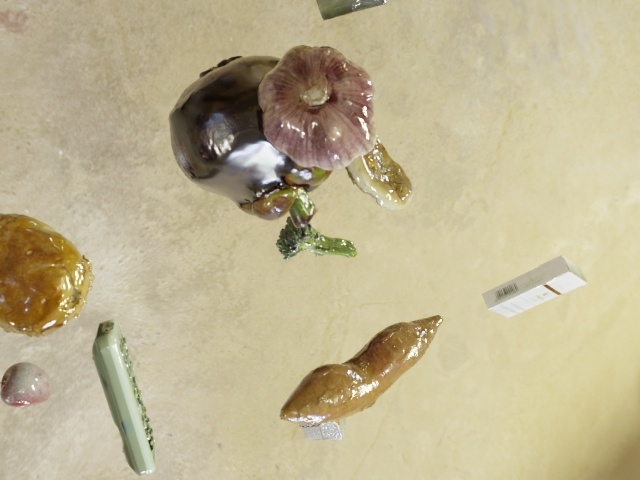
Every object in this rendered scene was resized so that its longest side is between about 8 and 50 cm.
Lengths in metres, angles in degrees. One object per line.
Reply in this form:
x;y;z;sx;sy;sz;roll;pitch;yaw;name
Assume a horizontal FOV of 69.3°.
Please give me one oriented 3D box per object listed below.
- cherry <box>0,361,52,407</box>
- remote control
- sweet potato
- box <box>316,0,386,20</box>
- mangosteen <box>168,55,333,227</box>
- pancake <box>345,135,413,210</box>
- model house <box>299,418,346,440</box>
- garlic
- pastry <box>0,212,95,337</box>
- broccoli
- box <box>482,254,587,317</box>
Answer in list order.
-0.817;0.424;1.280;0.115;0.188;0.148;-26;126;-16;cherry
-0.424;0.341;1.002;0.065;0.128;0.335;-15;106;-19;remote control
0.051;0.130;0.466;0.218;0.051;0.065;-21;126;-35;sweet potato
0.042;-0.619;0.966;0.231;0.155;0.149;63;27;-50;box
-0.099;-0.160;0.771;0.287;0.287;0.233;23;38;-23;mangosteen
0.101;-0.178;0.975;0.282;0.049;0.282;40;28;-26;pancake
0.002;0.417;1.118;0.088;0.100;0.100;-78;155;-54;model house
-0.005;-0.163;0.565;0.147;0.102;0.159;-32;89;13;garlic
-0.671;0.082;1.064;0.310;0.162;0.255;35;87;3;pastry
0.001;0.006;1.582;0.304;0.145;0.165;14;102;-32;broccoli
0.379;0.086;0.825;0.084;0.154;0.040;24;43;-38;box
